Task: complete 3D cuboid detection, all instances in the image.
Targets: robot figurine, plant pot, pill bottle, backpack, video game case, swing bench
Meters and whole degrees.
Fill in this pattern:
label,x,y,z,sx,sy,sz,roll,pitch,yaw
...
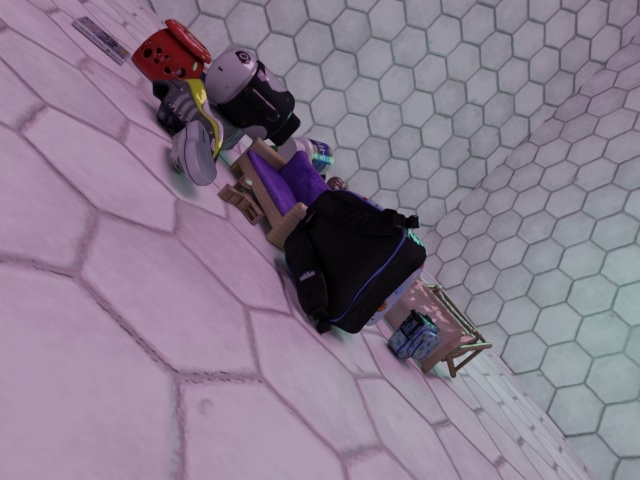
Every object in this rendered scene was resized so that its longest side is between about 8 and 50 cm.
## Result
label,x,y,z,sx,sy,sz,roll,pitch,yaw
robot figurine,-0.179,-0.385,1.338,0.209,0.174,0.278,-8,-39,45
plant pot,-0.439,-0.549,1.493,0.191,0.174,0.191,45,11,-12
pill bottle,-0.050,-0.281,1.627,0.186,0.112,0.112,1,43,-54
backpack,0.062,0.028,1.014,0.263,0.276,0.213,46,4,39
video game case,-0.580,-0.535,1.316,0.143,0.019,0.157,40,11,-28
swing bench,0.320,0.239,1.412,0.254,0.165,0.253,30,19,-53
backpack,0.227,0.238,1.192,0.105,0.114,0.084,27,21,-51

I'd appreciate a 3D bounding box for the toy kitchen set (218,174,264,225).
label,x,y,z,sx,sy,sz,roll,pitch,yaw
toy kitchen set,-0.163,-0.092,1.085,0.075,0.068,0.083,51,13,29

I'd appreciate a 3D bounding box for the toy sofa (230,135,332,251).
label,x,y,z,sx,sy,sz,roll,pitch,yaw
toy sofa,-0.081,-0.128,1.244,0.150,0.177,0.363,36,15,-42

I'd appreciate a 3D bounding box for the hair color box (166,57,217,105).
label,x,y,z,sx,sy,sz,roll,pitch,yaw
hair color box,-0.400,-0.538,1.775,0.347,0.105,0.174,38,12,-30

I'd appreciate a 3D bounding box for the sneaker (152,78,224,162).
label,x,y,z,sx,sy,sz,roll,pitch,yaw
sneaker,-0.314,-0.271,1.152,0.121,0.111,0.300,-3,50,-34

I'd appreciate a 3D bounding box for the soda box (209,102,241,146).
label,x,y,z,sx,sy,sz,roll,pitch,yaw
soda box,-0.290,-0.321,1.405,0.098,0.091,0.286,44,11,-5

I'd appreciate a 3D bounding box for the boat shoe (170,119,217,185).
label,x,y,z,sx,sy,sz,roll,pitch,yaw
boat shoe,-0.259,-0.162,0.983,0.083,0.075,0.226,60,7,-33

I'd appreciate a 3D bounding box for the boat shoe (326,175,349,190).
label,x,y,z,sx,sy,sz,roll,pitch,yaw
boat shoe,0.075,-0.058,1.465,0.116,0.097,0.324,17,-24,33

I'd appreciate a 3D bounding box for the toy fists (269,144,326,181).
label,x,y,z,sx,sy,sz,roll,pitch,yaw
toy fists,-0.105,-0.261,1.780,0.142,0.096,0.279,16,-5,36
